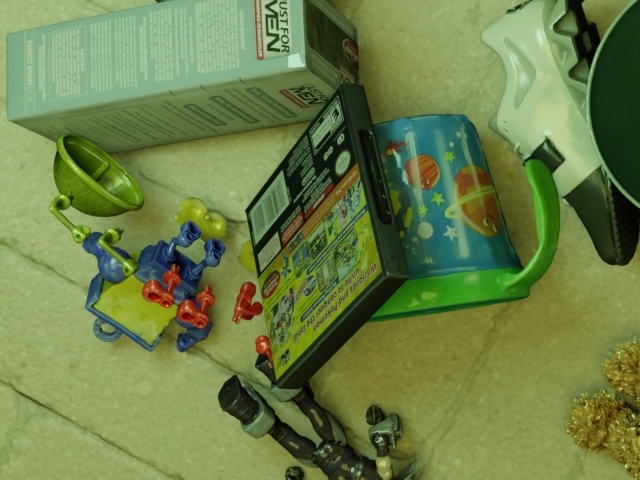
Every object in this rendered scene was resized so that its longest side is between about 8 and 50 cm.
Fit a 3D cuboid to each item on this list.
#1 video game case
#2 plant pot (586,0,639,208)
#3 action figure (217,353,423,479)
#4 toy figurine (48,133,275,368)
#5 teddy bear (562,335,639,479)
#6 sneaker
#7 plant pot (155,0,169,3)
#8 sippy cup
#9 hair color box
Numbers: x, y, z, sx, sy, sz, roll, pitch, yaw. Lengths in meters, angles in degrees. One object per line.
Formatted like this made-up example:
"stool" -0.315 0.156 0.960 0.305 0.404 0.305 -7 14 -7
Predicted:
"video game case" 0.000 0.000 1.618 0.275 0.035 0.248 -49 44 48
"plant pot" 0.450 -0.147 1.587 0.290 0.195 0.290 0 89 15
"action figure" 0.006 0.256 1.776 0.185 0.099 0.285 -40 103 5
"toy figurine" -0.234 0.062 1.734 0.362 0.191 0.217 35 125 -23
"teddy bear" 0.455 0.257 1.688 0.245 0.113 0.338 -40 89 15
"sneaker" 0.282 -0.122 1.682 0.146 0.122 0.330 -15 96 29
"plant pot" -0.107 -0.413 1.594 0.323 0.280 0.323 0 90 5
"sippy cup" 0.114 -0.026 1.666 0.305 0.240 0.224 -8 84 -2
"hair color box" -0.159 -0.196 1.662 0.374 0.185 0.114 -7 77 20
